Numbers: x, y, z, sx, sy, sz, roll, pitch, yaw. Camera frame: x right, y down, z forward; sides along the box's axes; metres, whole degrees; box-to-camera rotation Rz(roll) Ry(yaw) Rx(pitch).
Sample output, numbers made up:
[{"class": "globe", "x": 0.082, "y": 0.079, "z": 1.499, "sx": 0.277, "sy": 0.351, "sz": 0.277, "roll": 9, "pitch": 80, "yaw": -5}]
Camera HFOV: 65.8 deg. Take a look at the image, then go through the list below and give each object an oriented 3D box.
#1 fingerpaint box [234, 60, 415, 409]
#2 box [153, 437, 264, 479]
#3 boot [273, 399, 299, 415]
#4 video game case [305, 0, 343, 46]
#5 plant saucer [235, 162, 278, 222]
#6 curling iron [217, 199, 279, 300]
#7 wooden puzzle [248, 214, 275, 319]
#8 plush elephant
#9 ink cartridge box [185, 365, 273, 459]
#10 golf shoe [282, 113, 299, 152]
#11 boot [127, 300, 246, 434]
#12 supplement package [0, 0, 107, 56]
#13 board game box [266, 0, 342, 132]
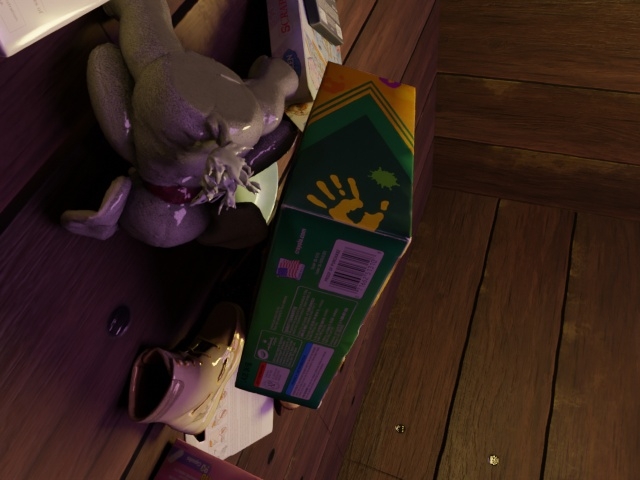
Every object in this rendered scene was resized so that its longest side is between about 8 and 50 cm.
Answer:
[{"class": "fingerpaint box", "x": 0.000, "y": 0.000, "z": 0.824, "sx": 0.444, "sy": 0.163, "sz": 0.371, "roll": 110, "pitch": -5, "yaw": -45}, {"class": "box", "x": -0.228, "y": 0.537, "z": 0.921, "sx": 0.242, "sy": 0.214, "sz": 0.117, "roll": -62, "pitch": 156, "yaw": -28}, {"class": "boot", "x": -0.090, "y": 0.393, "z": 1.302, "sx": 0.248, "sy": 0.090, "sz": 0.206, "roll": -111, "pitch": -158, "yaw": -56}, {"class": "video game case", "x": -0.012, "y": -0.540, "z": 0.969, "sx": 0.196, "sy": 0.026, "sz": 0.274, "roll": -33, "pitch": 111, "yaw": -72}, {"class": "plant saucer", "x": -0.147, "y": -0.103, "z": 1.023, "sx": 0.195, "sy": 0.038, "sz": 0.194, "roll": 12, "pitch": 90, "yaw": -72}, {"class": "curling iron", "x": -0.149, "y": 0.017, "z": 1.086, "sx": 0.068, "sy": 0.035, "sz": 0.273, "roll": 39, "pitch": 54, "yaw": -28}, {"class": "wooden puzzle", "x": -0.062, "y": 0.146, "z": 1.182, "sx": 0.322, "sy": 0.081, "sz": 0.347, "roll": 53, "pitch": 36, "yaw": -41}, {"class": "plush elephant", "x": -0.182, "y": -0.106, "z": 0.642, "sx": 0.272, "sy": 0.255, "sz": 0.329, "roll": 16, "pitch": 46, "yaw": -34}, {"class": "ink cartridge box", "x": -0.212, "y": 0.372, "z": 1.121, "sx": 0.239, "sy": 0.060, "sz": 0.274, "roll": -17, "pitch": 121, "yaw": -40}, {"class": "golf shoe", "x": -0.065, "y": -0.287, "z": 1.078, "sx": 0.094, "sy": 0.077, "sz": 0.198, "roll": -34, "pitch": 135, "yaw": -64}, {"class": "boot", "x": -0.235, "y": 0.211, "z": 0.899, "sx": 0.203, "sy": 0.095, "sz": 0.261, "roll": 60, "pitch": 47, "yaw": -60}, {"class": "supplement package", "x": -0.245, "y": -0.297, "z": 0.397, "sx": 0.177, "sy": 0.176, "sz": 0.292, "roll": 82, "pitch": 28, "yaw": -43}, {"class": "board game box", "x": -0.017, "y": -0.361, "z": 1.011, "sx": 0.319, "sy": 0.066, "sz": 0.317, "roll": 31, "pitch": 51, "yaw": -69}]
